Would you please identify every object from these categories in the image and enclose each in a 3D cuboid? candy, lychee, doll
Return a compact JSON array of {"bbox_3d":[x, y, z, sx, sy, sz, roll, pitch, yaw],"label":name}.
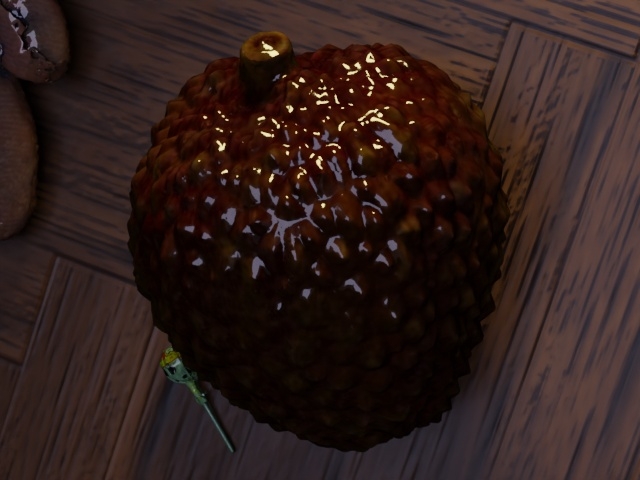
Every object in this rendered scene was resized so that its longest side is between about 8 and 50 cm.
[{"bbox_3d":[-0.081,0.108,1.146,0.083,0.023,0.025,59,147,1],"label":"candy"},{"bbox_3d":[0.000,0.000,1.021,0.236,0.236,0.271,-1,116,16],"label":"lychee"},{"bbox_3d":[-0.267,-0.143,1.126,0.201,0.156,0.303,-7,94,10],"label":"doll"}]
